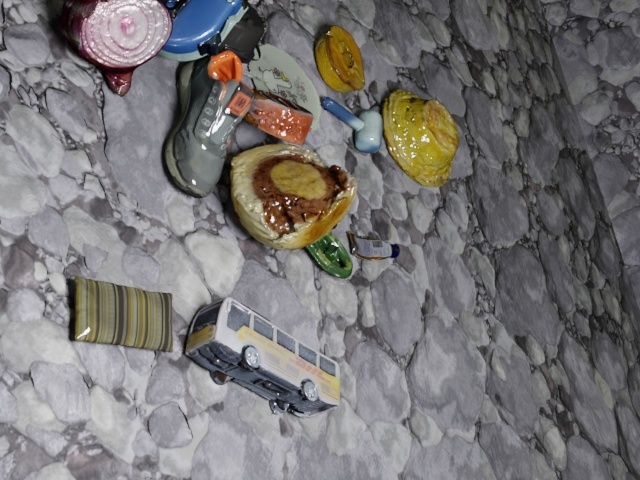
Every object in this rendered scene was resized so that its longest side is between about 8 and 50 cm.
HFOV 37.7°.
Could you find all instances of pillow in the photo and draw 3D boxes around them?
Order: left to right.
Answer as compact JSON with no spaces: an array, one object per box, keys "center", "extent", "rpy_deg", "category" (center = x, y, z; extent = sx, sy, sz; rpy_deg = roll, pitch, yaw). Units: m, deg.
[{"center":[-0.334,0.129,1.598],"extent":[0.203,0.038,0.113],"rpy_deg":[16,61,-45],"category":"pillow"}]

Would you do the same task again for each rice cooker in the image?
[{"center":[-0.208,-0.458,2.006],"extent":[0.203,0.118,0.142],"rpy_deg":[20,35,-36],"category":"rice cooker"}]

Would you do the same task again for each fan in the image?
[{"center":[-0.140,-0.370,2.141],"extent":[0.414,0.012,0.233],"rpy_deg":[12,55,-48],"category":"fan"}]

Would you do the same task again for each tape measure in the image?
[{"center":[-0.328,-0.507,1.878],"extent":[0.351,0.098,0.215],"rpy_deg":[31,76,9],"category":"tape measure"}]

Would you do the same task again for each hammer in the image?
[{"center":[0.076,-0.302,2.332],"extent":[0.193,0.069,0.116],"rpy_deg":[30,50,-32],"category":"hammer"}]

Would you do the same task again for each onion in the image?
[{"center":[-0.383,-0.378,1.751],"extent":[0.195,0.140,0.218],"rpy_deg":[-21,130,-32],"category":"onion"}]

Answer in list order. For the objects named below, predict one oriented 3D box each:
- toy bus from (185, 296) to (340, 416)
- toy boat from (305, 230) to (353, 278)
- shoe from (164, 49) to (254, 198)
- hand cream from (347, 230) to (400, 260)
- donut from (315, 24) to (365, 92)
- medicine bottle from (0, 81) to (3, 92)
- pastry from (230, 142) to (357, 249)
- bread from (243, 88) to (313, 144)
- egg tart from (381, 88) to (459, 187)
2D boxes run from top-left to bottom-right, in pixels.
[{"center":[-0.098,0.230,1.783],"extent":[0.342,0.097,0.138],"rpy_deg":[36,43,-35],"category":"toy bus"},{"center":[0.000,0.000,2.073],"extent":[0.210,0.052,0.104],"rpy_deg":[52,36,-15],"category":"toy boat"},{"center":[-0.201,-0.244,1.860],"extent":[0.132,0.171,0.337],"rpy_deg":[31,48,-39],"category":"shoe"},{"center":[0.123,0.017,2.236],"extent":[0.163,0.039,0.062],"rpy_deg":[10,64,-42],"category":"hand cream"},{"center":[0.047,-0.455,2.382],"extent":[0.162,0.065,0.179],"rpy_deg":[29,48,-46],"category":"donut"},{"center":[-0.594,-0.272,1.417],"extent":[0.215,0.135,0.135],"rpy_deg":[42,42,-28],"category":"medicine bottle"},{"center":[-0.072,-0.076,1.929],"extent":[0.236,0.170,0.256],"rpy_deg":[34,48,27],"category":"pastry"},{"center":[-0.091,-0.268,2.024],"extent":[0.160,0.073,0.160],"rpy_deg":[25,12,-5],"category":"bread"},{"center":[0.283,-0.288,2.530],"extent":[0.294,0.123,0.294],"rpy_deg":[28,50,-38],"category":"egg tart"}]
